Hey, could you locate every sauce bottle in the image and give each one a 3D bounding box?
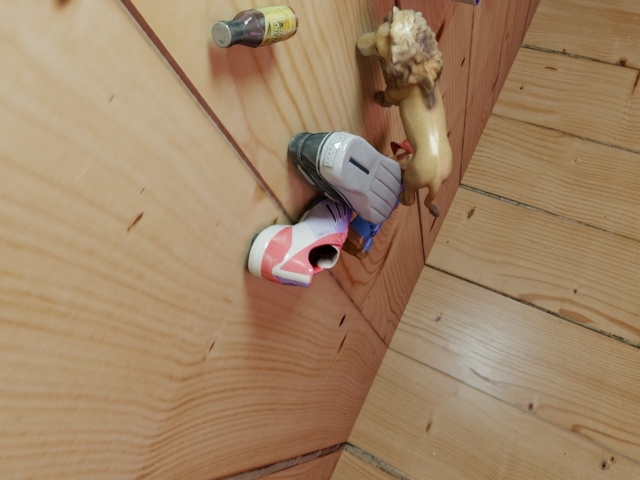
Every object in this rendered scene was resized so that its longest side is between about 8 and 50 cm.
[{"bbox_3d":[-0.073,-0.241,0.545,0.128,0.042,0.042,-44,149,-46],"label":"sauce bottle"}]

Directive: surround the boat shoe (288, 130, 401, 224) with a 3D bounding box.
[{"bbox_3d":[0.055,-0.124,0.868,0.121,0.119,0.335,-64,154,-3],"label":"boat shoe"}]

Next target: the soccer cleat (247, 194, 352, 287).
[{"bbox_3d":[0.000,0.000,0.859,0.318,0.116,0.109,-33,140,-57],"label":"soccer cleat"}]

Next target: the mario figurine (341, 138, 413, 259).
[{"bbox_3d":[0.132,-0.122,1.128,0.320,0.170,0.198,-52,-168,-14],"label":"mario figurine"}]

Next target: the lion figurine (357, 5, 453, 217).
[{"bbox_3d":[0.189,-0.221,0.909,0.240,0.142,0.392,-117,-175,-83],"label":"lion figurine"}]

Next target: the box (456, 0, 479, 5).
[{"bbox_3d":[0.286,-0.576,0.986,0.137,0.126,0.072,-69,161,4],"label":"box"}]
